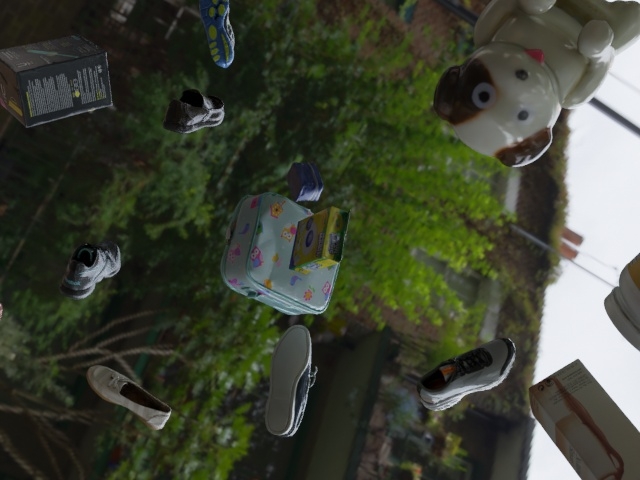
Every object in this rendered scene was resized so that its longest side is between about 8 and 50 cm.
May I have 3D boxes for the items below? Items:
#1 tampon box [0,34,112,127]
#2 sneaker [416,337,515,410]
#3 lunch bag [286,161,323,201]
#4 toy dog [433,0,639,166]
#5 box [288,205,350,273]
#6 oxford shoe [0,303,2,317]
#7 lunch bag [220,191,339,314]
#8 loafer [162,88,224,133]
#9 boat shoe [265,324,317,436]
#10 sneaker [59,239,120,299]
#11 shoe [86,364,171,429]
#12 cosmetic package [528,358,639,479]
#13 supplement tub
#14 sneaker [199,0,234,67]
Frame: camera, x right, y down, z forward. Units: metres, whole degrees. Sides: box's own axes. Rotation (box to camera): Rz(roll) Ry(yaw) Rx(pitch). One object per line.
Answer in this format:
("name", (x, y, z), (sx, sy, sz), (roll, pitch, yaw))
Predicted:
("tampon box", (-0.461, -0.277, 1.468), (0.120, 0.161, 0.101), (36, -44, 42))
("sneaker", (0.360, 0.324, 2.104), (0.271, 0.108, 0.100), (-32, -132, 4))
("lunch bag", (-0.035, -0.142, 2.031), (0.067, 0.065, 0.098), (-61, -141, 46))
("toy dog", (0.370, -0.326, 1.610), (0.395, 0.284, 0.408), (-39, -171, 46))
("box", (0.000, 0.000, 1.632), (0.179, 0.043, 0.105), (-20, -124, 60))
("oxford shoe", (-0.687, 0.143, 1.489), (0.397, 0.147, 0.140), (-28, 179, 41))
("lunch bag", (-0.085, 0.036, 1.816), (0.108, 0.279, 0.224), (-2, -113, 45))
("loafer", (-0.264, -0.288, 1.843), (0.220, 0.080, 0.078), (-51, 157, -65))
("boat shoe", (-0.063, 0.325, 1.963), (0.095, 0.079, 0.255), (-1, -108, 22))
("sneaker", (-0.589, 0.053, 2.228), (0.267, 0.101, 0.106), (-70, 176, -63))
("shoe", (-0.440, 0.352, 1.970), (0.058, 0.219, 0.076), (-49, -172, 38))
("cosmetic package", (0.555, 0.405, 1.699), (0.129, 0.153, 0.296), (-30, -130, -5))
("supplement tub", (0.730, 0.075, 1.650), (0.316, 0.228, 0.228), (-53, -162, 29))
("sneaker", (-0.231, -0.478, 1.908), (0.078, 0.067, 0.188), (161, -80, -86))
